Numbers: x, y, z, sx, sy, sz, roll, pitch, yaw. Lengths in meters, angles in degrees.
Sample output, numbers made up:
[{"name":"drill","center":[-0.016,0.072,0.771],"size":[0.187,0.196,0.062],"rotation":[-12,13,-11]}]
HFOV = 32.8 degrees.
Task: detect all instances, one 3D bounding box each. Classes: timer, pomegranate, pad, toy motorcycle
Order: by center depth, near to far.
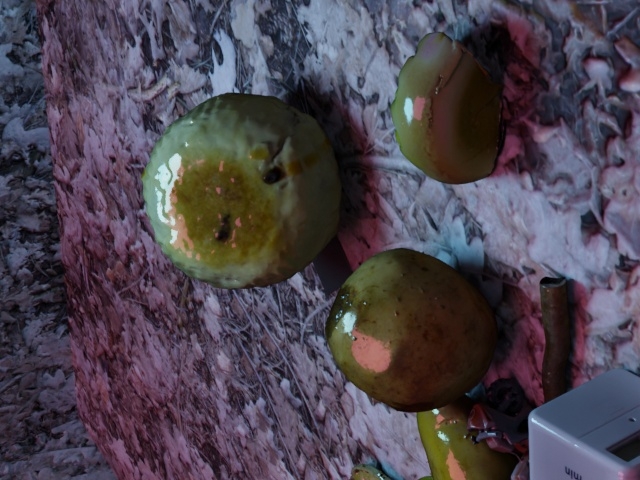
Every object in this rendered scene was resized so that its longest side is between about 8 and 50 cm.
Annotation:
[{"name":"timer","center":[0.418,0.322,1.506],"size":[0.194,0.192,0.195],"rotation":[28,131,51]},{"name":"toy motorcycle","center":[0.312,0.337,1.780],"size":[0.213,0.118,0.084],"rotation":[66,152,7]},{"name":"pomegranate","center":[0.148,0.149,1.787],"size":[0.281,0.281,0.281],"rotation":[39,139,44]},{"name":"pad","center":[0.000,0.000,2.228],"size":[0.143,0.003,0.211],"rotation":[-33,79,61]}]

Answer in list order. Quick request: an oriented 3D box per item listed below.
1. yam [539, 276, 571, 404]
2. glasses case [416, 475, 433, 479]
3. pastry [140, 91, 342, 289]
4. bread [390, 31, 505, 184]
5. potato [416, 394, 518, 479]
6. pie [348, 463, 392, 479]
[{"name":"yam","center":[0.366,0.205,1.682],"size":[0.045,0.045,0.327],"rotation":[-91,-6,-65]},{"name":"glasses case","center":[0.273,0.583,1.987],"size":[0.371,0.141,0.173],"rotation":[47,160,36]},{"name":"pastry","center":[-0.140,-0.098,2.063],"size":[0.312,0.388,0.389],"rotation":[-60,-43,-75]},{"name":"bread","center":[0.174,-0.197,1.637],"size":[0.158,0.156,0.261],"rotation":[35,136,44]},{"name":"potato","center":[0.262,0.396,1.884],"size":[0.173,0.140,0.300],"rotation":[127,124,-66]},{"name":"pie","center":[0.141,0.604,2.319],"size":[0.274,0.055,0.274],"rotation":[38,138,44]}]
